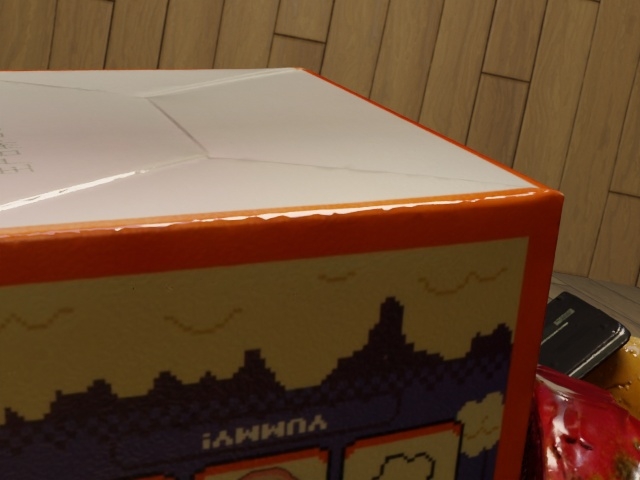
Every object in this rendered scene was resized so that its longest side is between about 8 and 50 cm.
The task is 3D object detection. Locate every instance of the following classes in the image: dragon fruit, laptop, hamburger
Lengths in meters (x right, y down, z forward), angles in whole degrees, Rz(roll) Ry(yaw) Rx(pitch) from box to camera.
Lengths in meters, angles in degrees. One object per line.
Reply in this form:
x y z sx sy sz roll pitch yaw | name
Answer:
0.212 0.191 0.743 0.163 0.189 0.262 -19 9 7 | dragon fruit
0.205 0.137 0.956 0.026 0.207 0.154 50 2 -11 | laptop
0.296 0.171 0.952 0.147 0.138 0.083 -29 -13 33 | hamburger

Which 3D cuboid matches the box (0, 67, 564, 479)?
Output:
-0.092 0.048 0.580 0.318 0.257 0.348 -7 22 -23 | box
